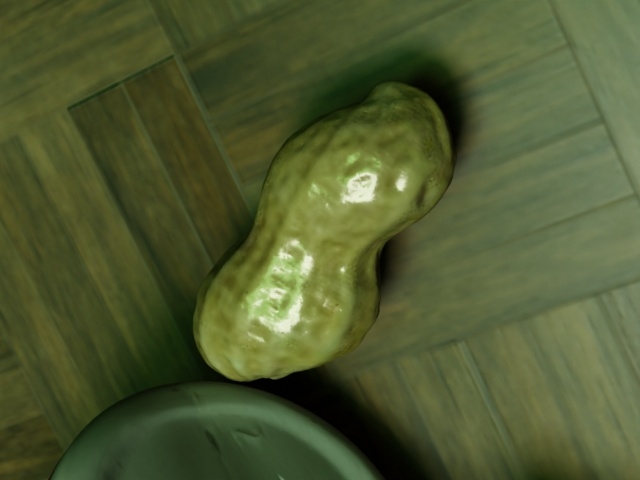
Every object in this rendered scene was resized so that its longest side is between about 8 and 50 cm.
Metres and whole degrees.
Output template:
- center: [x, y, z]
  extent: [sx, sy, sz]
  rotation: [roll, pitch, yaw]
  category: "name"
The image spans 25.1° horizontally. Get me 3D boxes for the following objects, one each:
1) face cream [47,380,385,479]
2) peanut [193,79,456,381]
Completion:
- center: [-0.070, 0.201, 0.752]
  extent: [0.201, 0.201, 0.187]
  rotation: [39, 129, 7]
  category: "face cream"
- center: [0.002, 0.001, 0.728]
  extent: [0.089, 0.089, 0.193]
  rotation: [36, 120, 9]
  category: "peanut"
